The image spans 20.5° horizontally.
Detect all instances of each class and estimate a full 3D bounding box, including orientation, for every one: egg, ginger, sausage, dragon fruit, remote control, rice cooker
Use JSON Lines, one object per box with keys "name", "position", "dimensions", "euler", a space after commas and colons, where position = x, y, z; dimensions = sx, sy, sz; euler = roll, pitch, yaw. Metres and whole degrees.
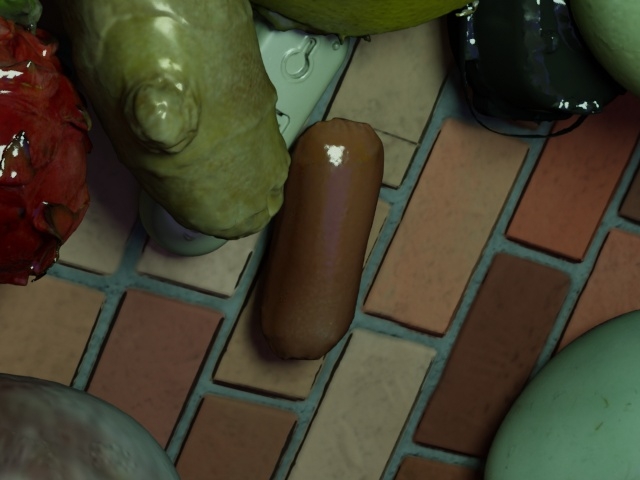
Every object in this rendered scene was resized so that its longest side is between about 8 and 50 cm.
{"name": "egg", "position": [0.256, 0.162, 1.469], "dimensions": [0.264, 0.183, 0.183], "euler": [-33, 122, -3]}
{"name": "ginger", "position": [-0.114, -0.161, 1.156], "dimensions": [0.126, 0.190, 0.354], "euler": [-18, 100, 16]}
{"name": "sausage", "position": [0.000, 0.000, 1.339], "dimensions": [0.077, 0.077, 0.194], "euler": [2, 110, -27]}
{"name": "dragon fruit", "position": [-0.228, -0.065, 1.139], "dimensions": [0.172, 0.172, 0.209], "euler": [-13, 107, -22]}
{"name": "remote control", "position": [-0.054, -0.086, 1.293], "dimensions": [0.078, 0.042, 0.221], "euler": [31, 95, -32]}
{"name": "rice cooker", "position": [0.171, -0.176, 1.321], "dimensions": [0.142, 0.118, 0.203], "euler": [-3, 101, -30]}

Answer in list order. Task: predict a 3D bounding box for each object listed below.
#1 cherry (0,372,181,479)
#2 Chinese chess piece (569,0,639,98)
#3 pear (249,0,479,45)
{"name": "cherry", "position": [-0.220, 0.231, 1.180], "dimensions": [0.335, 0.291, 0.326], "euler": [-15, 143, 26]}
{"name": "Chinese chess piece", "position": [0.293, -0.207, 1.257], "dimensions": [0.250, 0.101, 0.250], "euler": [-6, 103, -27]}
{"name": "pear", "position": [0.042, -0.255, 1.159], "dimensions": [0.267, 0.178, 0.267], "euler": [-1, 97, -4]}
